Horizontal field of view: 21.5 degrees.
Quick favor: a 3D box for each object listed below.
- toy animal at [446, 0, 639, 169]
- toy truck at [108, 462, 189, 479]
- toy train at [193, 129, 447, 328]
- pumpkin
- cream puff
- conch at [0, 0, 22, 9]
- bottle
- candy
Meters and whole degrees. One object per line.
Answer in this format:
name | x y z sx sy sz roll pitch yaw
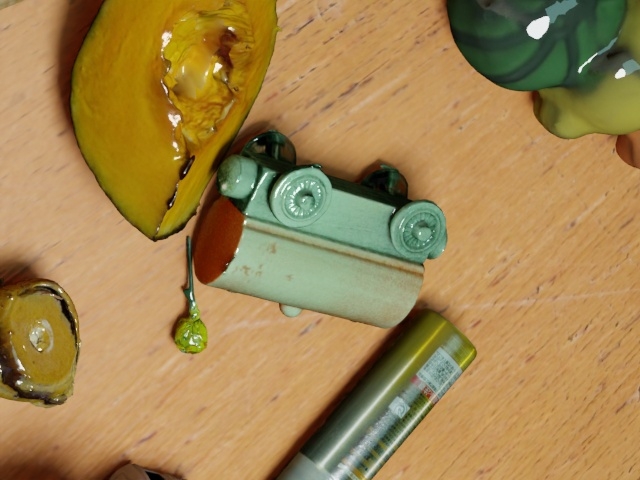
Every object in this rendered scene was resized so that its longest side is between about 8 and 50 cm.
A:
toy animal | 0.292 -0.215 1.794 0.338 0.191 0.216 28 90 -32
toy truck | -0.209 0.355 1.722 0.124 0.114 0.253 25 90 -21
toy train | 0.000 0.000 1.741 0.285 0.116 0.177 15 107 -36
pumpkin | -0.135 -0.172 1.615 0.148 0.169 0.312 29 118 6
cream puff | -0.286 0.099 1.608 0.133 0.104 0.119 53 44 -36
conch | -0.370 -0.188 1.501 0.330 0.093 0.109 -36 102 -39
bottle | 0.051 0.204 1.839 0.286 0.082 0.082 -49 121 -10
candy | -0.134 0.057 1.728 0.035 0.035 0.123 -3 98 -11
